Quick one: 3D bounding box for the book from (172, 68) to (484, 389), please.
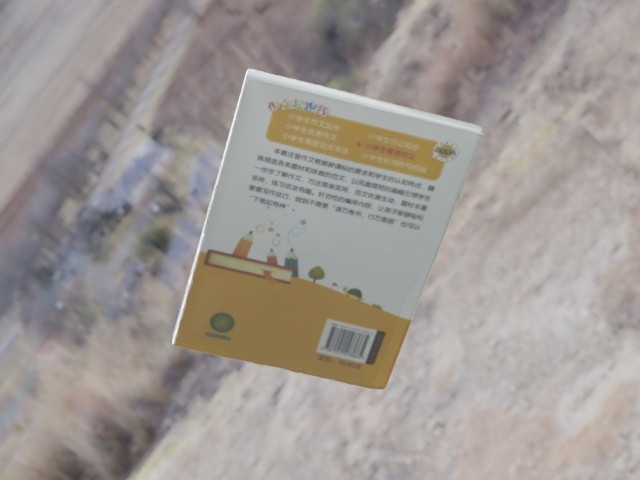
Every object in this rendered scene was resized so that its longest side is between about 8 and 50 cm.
[{"bbox_3d":[0.000,0.000,1.428,0.020,0.208,0.295,-88,14,-55],"label":"book"}]
